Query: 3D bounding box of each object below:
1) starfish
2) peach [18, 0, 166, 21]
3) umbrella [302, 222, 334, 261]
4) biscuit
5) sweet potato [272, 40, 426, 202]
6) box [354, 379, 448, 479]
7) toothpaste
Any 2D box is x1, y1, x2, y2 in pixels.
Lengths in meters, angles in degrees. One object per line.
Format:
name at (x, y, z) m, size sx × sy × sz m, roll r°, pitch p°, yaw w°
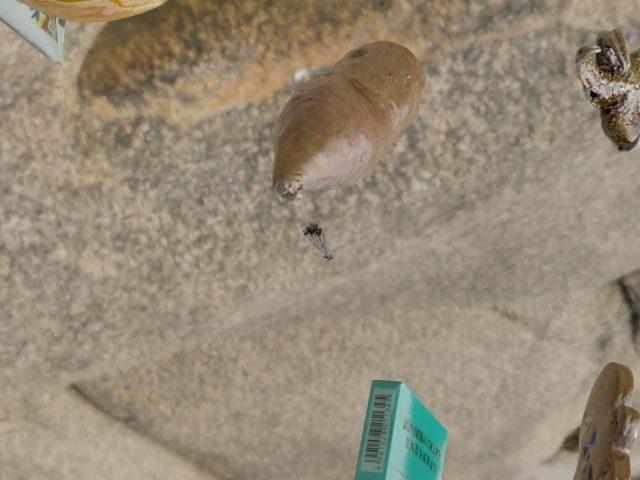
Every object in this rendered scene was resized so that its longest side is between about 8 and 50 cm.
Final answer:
starfish at (0.337, -0.160, 1.126) m, size 0.190 × 0.146 × 0.074 m, roll 9°, pitch 169°, yaw -36°
peach at (-0.102, -0.164, 0.425) m, size 0.138 × 0.138 × 0.138 m, roll -20°, pitch 157°, yaw -9°
umbrella at (-0.001, 0.002, 1.312) m, size 0.031 × 0.020 × 0.083 m, roll 2°, pitch 144°, yaw 22°
biscuit at (0.365, 0.260, 1.335) m, size 0.039 × 0.236 × 0.179 m, roll 18°, pitch 132°, yaw 3°
sweet potato at (0.010, -0.113, 1.093) m, size 0.131 × 0.131 × 0.336 m, roll -40°, pitch -176°, yaw 35°
box at (0.073, 0.271, 1.022) m, size 0.042 × 0.226 × 0.161 m, roll 0°, pitch 154°, yaw 26°
toothpaste at (-0.196, -0.165, 0.606) m, size 0.037 × 0.067 × 0.255 m, roll 4°, pitch 176°, yaw 8°
